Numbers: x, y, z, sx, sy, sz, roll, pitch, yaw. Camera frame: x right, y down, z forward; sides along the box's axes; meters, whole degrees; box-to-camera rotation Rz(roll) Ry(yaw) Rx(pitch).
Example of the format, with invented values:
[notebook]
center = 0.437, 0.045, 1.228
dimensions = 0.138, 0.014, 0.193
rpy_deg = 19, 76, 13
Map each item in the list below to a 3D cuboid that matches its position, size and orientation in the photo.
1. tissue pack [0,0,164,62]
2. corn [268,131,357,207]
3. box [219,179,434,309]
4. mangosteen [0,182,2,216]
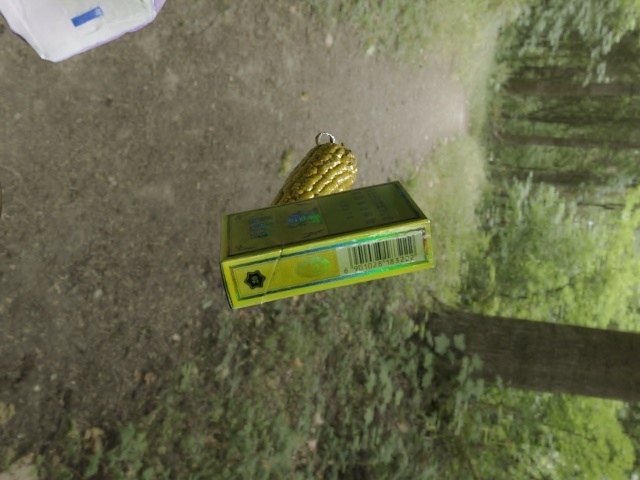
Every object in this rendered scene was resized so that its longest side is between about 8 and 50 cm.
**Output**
[tissue pack]
center = -0.293, -0.365, 0.803
dimensions = 0.338, 0.160, 0.242
rpy_deg = -108, 174, -64
[corn]
center = -0.014, -0.069, 1.093
dimensions = 0.293, 0.106, 0.106
rpy_deg = -62, 153, -52
[box]
center = 0.000, 0.000, 0.767
dimensions = 0.141, 0.219, 0.064
rpy_deg = -109, -170, -66
[mangosteen]
center = -0.545, -0.055, 0.863
dimensions = 0.236, 0.261, 0.235
rpy_deg = 62, 12, -23
